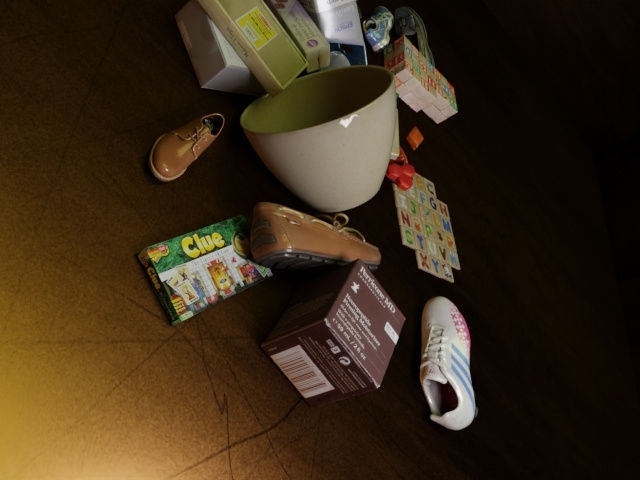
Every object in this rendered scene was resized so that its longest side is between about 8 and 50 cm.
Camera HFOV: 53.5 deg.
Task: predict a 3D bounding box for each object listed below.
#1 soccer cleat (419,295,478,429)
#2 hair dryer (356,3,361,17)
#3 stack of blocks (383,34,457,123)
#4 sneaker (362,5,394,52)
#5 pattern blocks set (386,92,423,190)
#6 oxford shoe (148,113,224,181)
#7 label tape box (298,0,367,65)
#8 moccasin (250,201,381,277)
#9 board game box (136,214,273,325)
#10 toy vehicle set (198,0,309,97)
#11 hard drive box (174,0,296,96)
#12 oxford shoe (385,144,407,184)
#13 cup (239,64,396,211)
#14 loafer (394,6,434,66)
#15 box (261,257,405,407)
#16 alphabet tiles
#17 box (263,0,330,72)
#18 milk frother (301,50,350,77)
[{"bbox_3d":[0.292,0.280,1.516,0.143,0.116,0.330,21,53,-44],"label":"soccer cleat"},{"bbox_3d":[-0.003,-0.794,1.919,0.294,0.080,0.223,27,34,-48],"label":"hair dryer"},{"bbox_3d":[0.338,-0.521,2.131,0.297,0.087,0.171,33,45,-35],"label":"stack of blocks"},{"bbox_3d":[0.186,-0.706,2.069,0.081,0.080,0.211,40,40,-34],"label":"sneaker"},{"bbox_3d":[0.140,-0.295,1.690,0.286,0.026,0.324,20,56,-12],"label":"pattern blocks set"},{"bbox_3d":[-0.247,-0.184,1.182,0.076,0.076,0.212,51,38,-19],"label":"oxford shoe"},{"bbox_3d":[-0.008,-0.595,1.592,0.249,0.115,0.347,-131,-157,-55],"label":"label tape box"},{"bbox_3d":[-0.002,0.001,1.316,0.380,0.139,0.146,12,62,-46],"label":"moccasin"},{"bbox_3d":[-0.196,0.044,1.134,0.260,0.030,0.136,-27,87,-55],"label":"board game box"},{"bbox_3d":[-0.143,-0.452,1.366,0.266,0.035,0.166,52,36,-16],"label":"toy vehicle set"},{"bbox_3d":[-0.183,-0.426,1.409,0.232,0.089,0.181,-6,72,-54],"label":"hard drive box"},{"bbox_3d":[0.176,-0.273,1.785,0.098,0.097,0.271,60,15,-63],"label":"oxford shoe"},{"bbox_3d":[0.021,-0.203,1.370,0.331,0.332,0.236,-63,143,-49],"label":"cup"},{"bbox_3d":[0.323,-0.705,2.235,0.084,0.096,0.267,-15,82,-48],"label":"loafer"},{"bbox_3d":[0.030,0.175,1.209,0.168,0.167,0.203,52,36,-14],"label":"box"},{"bbox_3d":[0.309,-0.052,1.850,0.285,0.011,0.342,23,51,-42],"label":"alphabet tiles"},{"bbox_3d":[-0.073,-0.541,1.549,0.067,0.063,0.323,85,-21,-57],"label":"box"},{"bbox_3d":[0.042,-0.403,1.610,0.143,0.135,0.129,-7,99,-20],"label":"milk frother"}]
